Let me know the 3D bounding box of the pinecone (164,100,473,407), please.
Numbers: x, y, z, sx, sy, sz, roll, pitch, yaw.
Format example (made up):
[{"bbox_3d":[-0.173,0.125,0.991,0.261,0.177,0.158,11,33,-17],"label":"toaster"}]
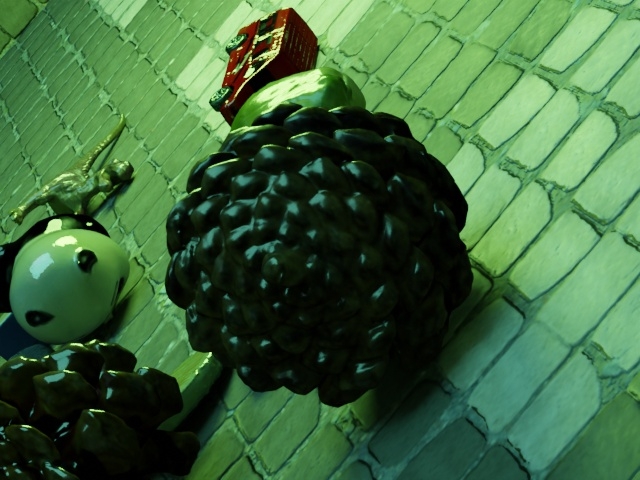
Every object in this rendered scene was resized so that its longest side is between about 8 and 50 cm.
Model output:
[{"bbox_3d":[0.009,-0.002,1.512,0.243,0.243,0.257,-29,9,45],"label":"pinecone"}]

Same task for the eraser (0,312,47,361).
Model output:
[{"bbox_3d":[-0.359,0.110,2.316,0.085,0.063,0.027,-49,18,1],"label":"eraser"}]

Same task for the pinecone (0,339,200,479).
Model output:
[{"bbox_3d":[-0.210,0.207,1.611,0.244,0.244,0.309,-36,7,33],"label":"pinecone"}]

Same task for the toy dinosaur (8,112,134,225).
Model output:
[{"bbox_3d":[-0.329,-0.076,2.606,0.200,0.072,0.251,-39,9,2],"label":"toy dinosaur"}]

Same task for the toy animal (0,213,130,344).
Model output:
[{"bbox_3d":[-0.301,0.054,2.201,0.166,0.138,0.179,-54,28,2],"label":"toy animal"}]

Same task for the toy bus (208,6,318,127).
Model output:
[{"bbox_3d":[-0.061,-0.185,2.186,0.089,0.081,0.195,-29,27,25],"label":"toy bus"}]

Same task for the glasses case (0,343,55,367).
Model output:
[{"bbox_3d":[-0.364,0.224,2.123,0.109,0.067,0.282,-30,25,33],"label":"glasses case"}]

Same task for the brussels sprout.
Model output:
[{"bbox_3d":[-0.022,-0.097,1.893,0.155,0.117,0.155,-22,29,13],"label":"brussels sprout"}]

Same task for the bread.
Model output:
[{"bbox_3d":[-0.161,0.176,1.810,0.193,0.036,0.112,-40,12,21],"label":"bread"}]

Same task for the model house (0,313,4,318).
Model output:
[{"bbox_3d":[-0.529,0.098,2.547,0.194,0.170,0.211,-57,20,-13],"label":"model house"}]
